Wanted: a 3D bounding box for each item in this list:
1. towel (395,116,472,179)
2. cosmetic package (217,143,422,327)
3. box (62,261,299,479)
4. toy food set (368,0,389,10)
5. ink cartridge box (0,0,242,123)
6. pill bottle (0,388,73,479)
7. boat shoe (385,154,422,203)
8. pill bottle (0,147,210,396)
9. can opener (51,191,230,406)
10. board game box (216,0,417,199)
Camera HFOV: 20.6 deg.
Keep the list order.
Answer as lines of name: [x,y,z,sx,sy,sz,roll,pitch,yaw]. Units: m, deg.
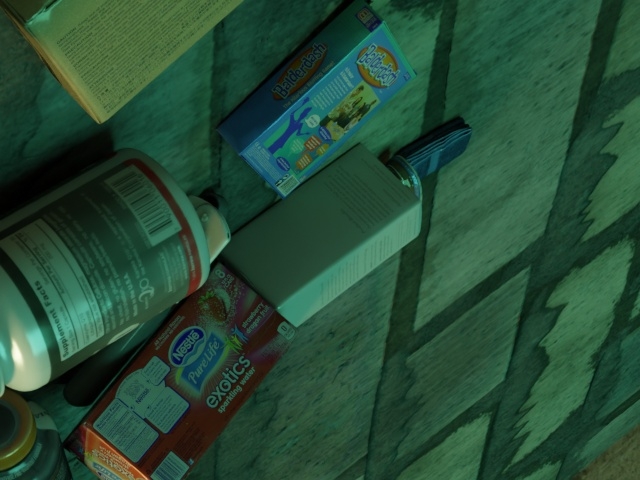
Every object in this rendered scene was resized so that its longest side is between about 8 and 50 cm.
towel: [0.142,-0.109,2.263,0.119,0.029,0.067,-31,154,-29]
cosmetic package: [0.000,0.000,2.100,0.231,0.117,0.085,-36,154,-18]
box: [-0.157,0.167,1.989,0.257,0.128,0.122,-51,-175,-27]
toy food set: [0.116,-0.320,1.857,0.132,0.038,0.192,-32,153,-28]
ink cartridge box: [-0.153,-0.237,1.493,0.234,0.088,0.193,-41,155,-6]
pill bottle: [-0.342,0.252,1.934,0.130,0.130,0.246,-36,155,-20]
boat shoe: [0.078,-0.033,2.236,0.066,0.066,0.183,-29,152,-29]
pill bottle: [-0.261,0.043,1.684,0.283,0.161,0.161,-32,154,-26]
can opener: [-0.193,0.068,1.947,0.280,0.074,0.093,-49,157,9]
board game box: [0.000,-0.153,1.928,0.210,0.047,0.160,-42,157,0]
